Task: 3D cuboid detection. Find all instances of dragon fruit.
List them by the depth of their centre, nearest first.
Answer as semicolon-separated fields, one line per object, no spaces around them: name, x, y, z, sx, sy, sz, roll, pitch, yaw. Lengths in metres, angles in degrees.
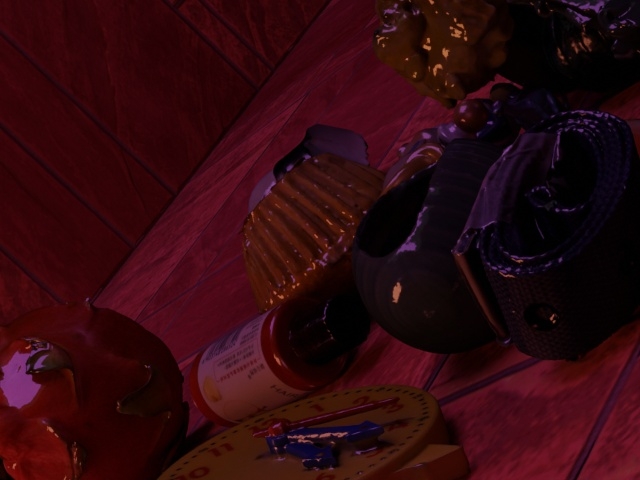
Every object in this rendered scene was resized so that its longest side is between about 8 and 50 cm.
dragon fruit;-0.318;0.245;2.276;0.305;0.305;0.226;-41;20;25

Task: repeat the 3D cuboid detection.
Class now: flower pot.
flower pot;0.128;0.006;1.751;0.189;0.157;0.243;-41;13;33

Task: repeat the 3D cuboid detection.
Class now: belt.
belt;0.207;-0.001;1.548;0.140;0.126;0.230;-7;36;25

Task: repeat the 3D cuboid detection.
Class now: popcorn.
popcorn;0.139;-0.233;2.062;0.173;0.173;0.142;-43;-14;18

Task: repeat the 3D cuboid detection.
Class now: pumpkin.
pumpkin;0.321;-0.253;1.985;0.202;0.140;0.202;-41;14;13

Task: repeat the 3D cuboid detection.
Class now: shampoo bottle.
shampoo bottle;-0.040;0.128;2.074;0.278;0.104;0.104;-32;18;52

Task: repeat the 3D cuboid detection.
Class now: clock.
clock;-0.024;0.191;1.619;0.277;0.071;0.293;-24;12;-19

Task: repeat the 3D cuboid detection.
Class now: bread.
bread;0.003;0.003;2.177;0.240;0.139;0.240;-45;-12;-12

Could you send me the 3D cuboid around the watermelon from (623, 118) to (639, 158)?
watermelon;0.267;-0.065;1.710;0.087;0.069;0.163;-41;15;30

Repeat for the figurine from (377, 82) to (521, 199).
figurine;0.152;-0.072;2.046;0.194;0.133;0.274;-53;-6;20

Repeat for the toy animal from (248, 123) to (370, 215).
toy animal;-0.013;-0.063;2.605;0.179;0.138;0.166;-51;-11;23

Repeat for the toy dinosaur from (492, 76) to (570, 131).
toy dinosaur;0.240;-0.141;2.033;0.045;0.080;0.197;-39;-12;30

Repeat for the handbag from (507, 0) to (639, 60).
handbag;0.329;-0.304;1.857;0.260;0.079;0.247;-47;43;-11

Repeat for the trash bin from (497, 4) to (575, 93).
trash bin;0.314;-0.355;2.200;0.334;0.214;0.214;-59;15;-22
